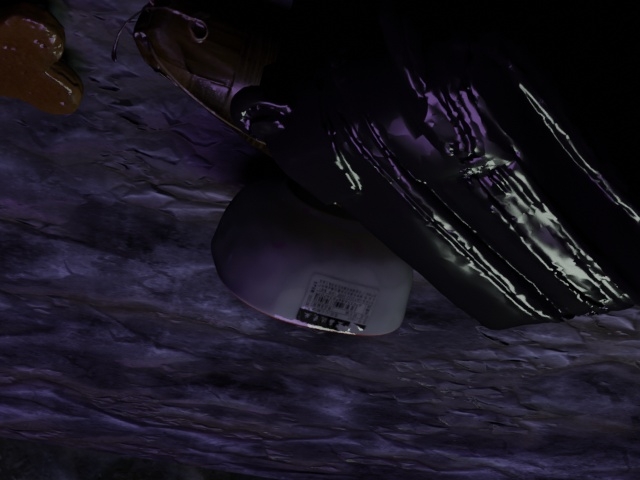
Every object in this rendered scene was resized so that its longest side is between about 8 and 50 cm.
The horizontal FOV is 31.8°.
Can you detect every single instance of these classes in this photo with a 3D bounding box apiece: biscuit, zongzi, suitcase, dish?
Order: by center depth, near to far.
[{"bbox_3d":[0.126,-0.136,0.807,0.188,0.345,0.339,-16,139,35],"label":"suitcase"},{"bbox_3d":[-0.097,-0.152,1.141,0.247,0.111,0.241,21,158,-17],"label":"zongzi"},{"bbox_3d":[-0.400,-0.209,1.154,0.301,0.049,0.197,7,151,0],"label":"biscuit"},{"bbox_3d":[0.000,0.000,1.333,0.256,0.256,0.117,14,112,-14],"label":"dish"}]
